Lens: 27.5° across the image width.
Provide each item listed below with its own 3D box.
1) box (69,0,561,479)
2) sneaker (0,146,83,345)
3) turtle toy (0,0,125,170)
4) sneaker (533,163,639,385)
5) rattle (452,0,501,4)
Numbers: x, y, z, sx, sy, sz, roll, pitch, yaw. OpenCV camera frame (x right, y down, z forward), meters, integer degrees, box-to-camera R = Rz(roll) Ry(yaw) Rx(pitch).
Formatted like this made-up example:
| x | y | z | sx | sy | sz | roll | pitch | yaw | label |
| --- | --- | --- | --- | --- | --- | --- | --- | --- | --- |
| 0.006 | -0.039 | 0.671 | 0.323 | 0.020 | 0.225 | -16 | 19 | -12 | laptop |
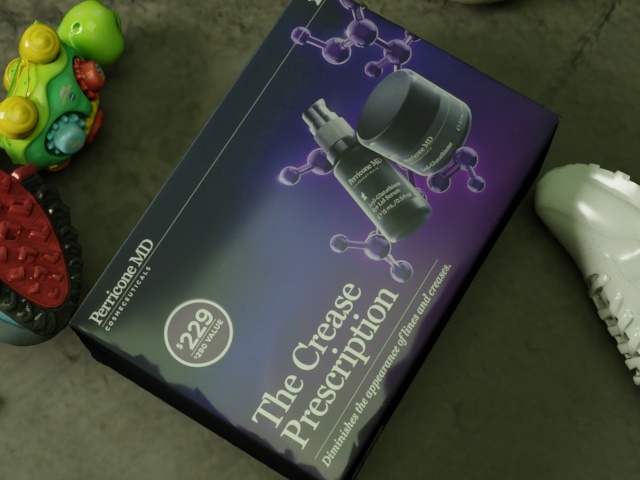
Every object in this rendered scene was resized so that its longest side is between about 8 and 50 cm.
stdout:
| x | y | z | sx | sy | sz | roll | pitch | yaw | label |
| --- | --- | --- | --- | --- | --- | --- | --- | --- | --- |
| 0.000 | 0.000 | 0.800 | 0.184 | 0.103 | 0.261 | 29 | 75 | 10 | box |
| -0.252 | -0.008 | 0.798 | 0.262 | 0.125 | 0.104 | 35 | 40 | 17 | sneaker |
| -0.168 | -0.098 | 0.837 | 0.066 | 0.095 | 0.130 | 20 | 74 | -17 | turtle toy |
| 0.214 | 0.047 | 0.798 | 0.235 | 0.090 | 0.095 | 41 | 86 | 12 | sneaker |
| 0.139 | -0.242 | 0.857 | 0.199 | 0.143 | 0.130 | -4 | 55 | 4 | rattle |
